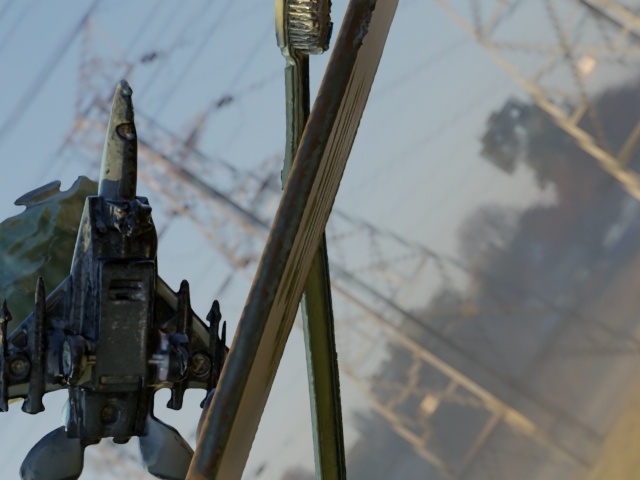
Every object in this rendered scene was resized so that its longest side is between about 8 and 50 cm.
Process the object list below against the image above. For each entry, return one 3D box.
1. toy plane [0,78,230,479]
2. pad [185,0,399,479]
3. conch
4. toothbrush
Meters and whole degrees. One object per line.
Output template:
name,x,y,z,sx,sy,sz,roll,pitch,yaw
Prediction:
toy plane,-0.120,0.028,1.144,0.078,0.169,0.246,-139,53,-63
pad,-0.005,-0.010,0.811,0.284,0.018,0.287,90,-161,-83
conch,-0.285,0.057,1.502,0.277,0.195,0.220,-51,2,25
toothbrush,-0.004,0.000,0.990,0.026,0.028,0.294,-18,-67,-43
